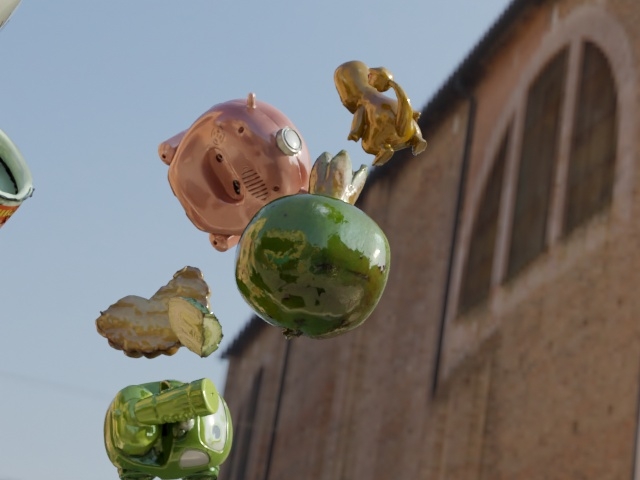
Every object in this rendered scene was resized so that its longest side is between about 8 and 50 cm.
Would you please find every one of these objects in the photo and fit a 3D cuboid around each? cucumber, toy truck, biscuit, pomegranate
[{"bbox_3d":[-0.160,0.102,1.960,0.035,0.067,0.107,-11,23,-29],"label":"cucumber"},{"bbox_3d":[-0.230,0.266,2.246,0.187,0.148,0.210,-6,-25,4],"label":"toy truck"},{"bbox_3d":[-0.244,0.125,2.336,0.183,0.118,0.061,-23,-22,-9],"label":"biscuit"},{"bbox_3d":[0.000,0.000,2.248,0.236,0.301,0.236,16,-24,7],"label":"pomegranate"}]

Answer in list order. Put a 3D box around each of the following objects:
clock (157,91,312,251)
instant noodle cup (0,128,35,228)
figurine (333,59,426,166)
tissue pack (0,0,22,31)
[{"bbox_3d":[-0.127,-0.117,2.514,0.241,0.142,0.227,-26,-84,43],"label":"clock"},{"bbox_3d":[-0.410,-0.027,1.576,0.212,0.193,0.193,-39,-41,18],"label":"instant noodle cup"},{"bbox_3d":[0.077,-0.201,2.172,0.121,0.176,0.122,-21,-38,-24],"label":"figurine"},{"bbox_3d":[-0.487,-0.307,1.832,0.236,0.229,0.333,-31,2,-31],"label":"tissue pack"}]
